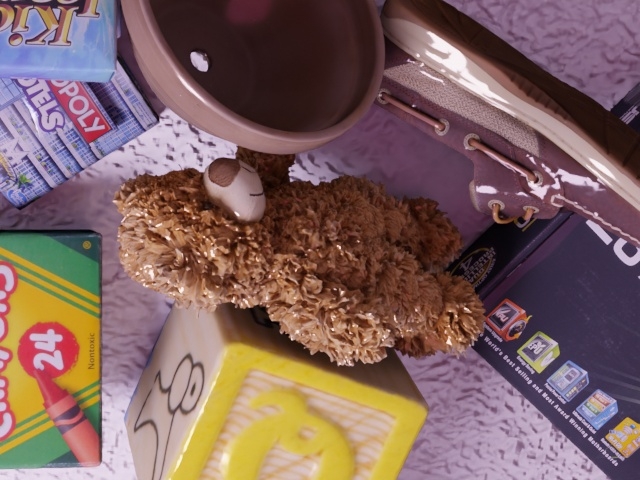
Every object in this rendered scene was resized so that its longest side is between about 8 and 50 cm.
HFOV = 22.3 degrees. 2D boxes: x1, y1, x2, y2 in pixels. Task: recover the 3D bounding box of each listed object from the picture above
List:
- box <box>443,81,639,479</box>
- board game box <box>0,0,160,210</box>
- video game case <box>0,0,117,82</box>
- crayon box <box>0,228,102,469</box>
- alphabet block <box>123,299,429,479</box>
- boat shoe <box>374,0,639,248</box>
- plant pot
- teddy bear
[{"bbox_3d":[0.344,0.075,1.536,0.318,0.097,0.395,-44,113,4],"label":"box"},{"bbox_3d":[-0.221,-0.146,1.342,0.194,0.060,0.194,-32,114,2],"label":"board game box"},{"bbox_3d":[-0.289,-0.249,1.236,0.269,0.061,0.244,0,89,-13],"label":"video game case"},{"bbox_3d":[-0.345,0.092,1.367,0.318,0.081,0.202,-1,93,-12],"label":"crayon box"},{"bbox_3d":[-0.046,0.153,1.425,0.193,0.197,0.192,18,107,-19],"label":"alphabet block"},{"bbox_3d":[0.172,-0.073,1.384,0.342,0.123,0.123,36,113,4],"label":"boat shoe"},{"bbox_3d":[-0.073,-0.167,1.312,0.237,0.237,0.110,34,141,-22],"label":"plant pot"},{"bbox_3d":[0.000,0.000,1.354,0.338,0.245,0.113,25,136,-21],"label":"teddy bear"}]
